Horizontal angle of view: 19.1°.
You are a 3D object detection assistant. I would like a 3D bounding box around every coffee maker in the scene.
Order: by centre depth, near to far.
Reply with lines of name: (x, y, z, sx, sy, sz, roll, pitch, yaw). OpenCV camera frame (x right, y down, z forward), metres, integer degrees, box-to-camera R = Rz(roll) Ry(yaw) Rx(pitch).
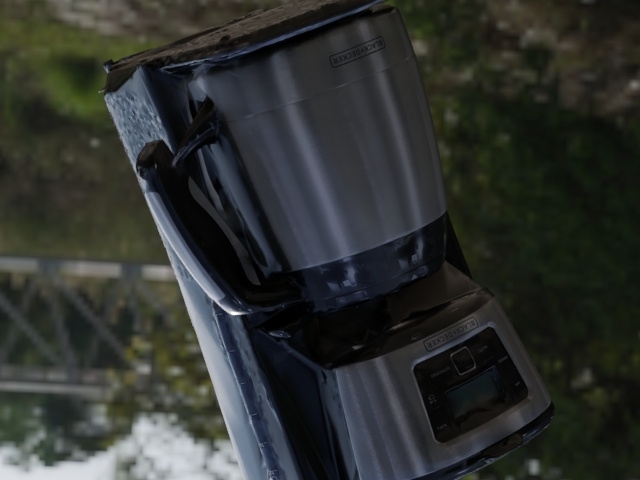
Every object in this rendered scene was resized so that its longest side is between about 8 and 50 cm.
coffee maker: (0.000, 0.000, 0.723, 0.120, 0.178, 0.171, -20, -171, -7)
